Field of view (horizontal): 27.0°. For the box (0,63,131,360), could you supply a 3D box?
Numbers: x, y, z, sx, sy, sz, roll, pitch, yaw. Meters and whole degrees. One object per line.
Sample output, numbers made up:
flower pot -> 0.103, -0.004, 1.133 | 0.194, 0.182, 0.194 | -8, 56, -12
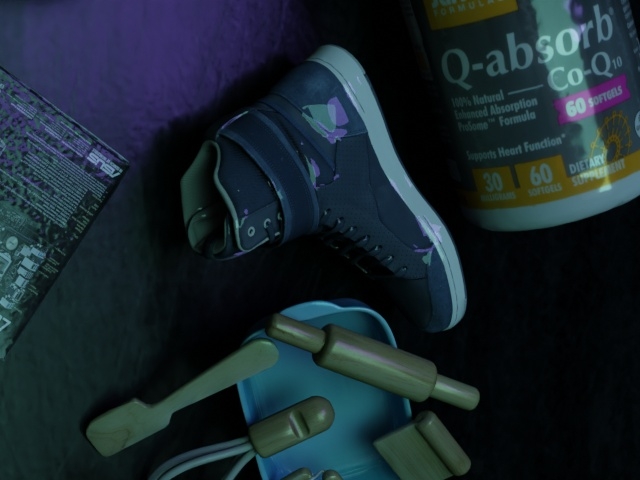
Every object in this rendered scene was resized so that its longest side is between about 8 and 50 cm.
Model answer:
box -> -0.232, -0.038, 0.800 | 0.180, 0.077, 0.147 | 38, 74, -27

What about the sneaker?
sneaker -> -0.001, 0.000, 0.934 | 0.163, 0.086, 0.226 | -38, 106, -31

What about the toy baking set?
toy baking set -> -0.018, 0.139, 0.913 | 0.256, 0.030, 0.197 | 26, 111, -22

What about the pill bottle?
pill bottle -> 0.144, -0.159, 0.974 | 0.162, 0.162, 0.278 | -26, 106, -28

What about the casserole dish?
casserole dish -> 0.003, 0.114, 0.942 | 0.114, 0.037, 0.188 | -14, 119, -2
